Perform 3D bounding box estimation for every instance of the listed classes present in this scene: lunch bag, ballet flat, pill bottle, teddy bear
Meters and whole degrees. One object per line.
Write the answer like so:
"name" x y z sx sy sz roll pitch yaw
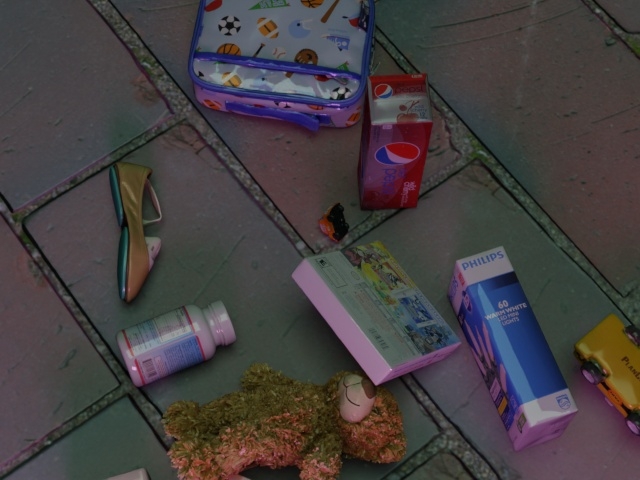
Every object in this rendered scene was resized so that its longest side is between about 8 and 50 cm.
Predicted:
"lunch bag" -0.053 -0.301 1.946 0.303 0.115 0.243 8 67 4
"ballet flat" -0.273 -0.017 1.830 0.073 0.080 0.232 -1 66 -18
"pill bottle" -0.207 0.144 1.748 0.160 0.087 0.087 -20 67 -11
"teddy bear" -0.050 0.247 1.657 0.338 0.113 0.245 0 21 3

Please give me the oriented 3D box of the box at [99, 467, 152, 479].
"box" -0.252 0.435 1.579 0.126 0.149 0.232 -15 67 -8

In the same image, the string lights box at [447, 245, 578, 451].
"string lights box" 0.269 0.154 1.728 0.076 0.133 0.260 -18 66 -9

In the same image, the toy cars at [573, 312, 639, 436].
"toy cars" 0.545 0.222 1.735 0.393 0.087 0.176 10 70 0

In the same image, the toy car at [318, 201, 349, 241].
"toy car" 0.000 0.000 1.839 0.040 0.060 0.122 5 53 36

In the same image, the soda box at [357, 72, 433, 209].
"soda box" 0.107 -0.141 1.789 0.092 0.263 0.083 -3 65 -3

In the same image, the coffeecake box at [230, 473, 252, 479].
"coffeecake box" -0.074 0.413 1.637 0.185 0.068 0.142 22 67 9

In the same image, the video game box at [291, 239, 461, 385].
"video game box" 0.082 0.098 1.742 0.187 0.048 0.205 -13 59 -49
